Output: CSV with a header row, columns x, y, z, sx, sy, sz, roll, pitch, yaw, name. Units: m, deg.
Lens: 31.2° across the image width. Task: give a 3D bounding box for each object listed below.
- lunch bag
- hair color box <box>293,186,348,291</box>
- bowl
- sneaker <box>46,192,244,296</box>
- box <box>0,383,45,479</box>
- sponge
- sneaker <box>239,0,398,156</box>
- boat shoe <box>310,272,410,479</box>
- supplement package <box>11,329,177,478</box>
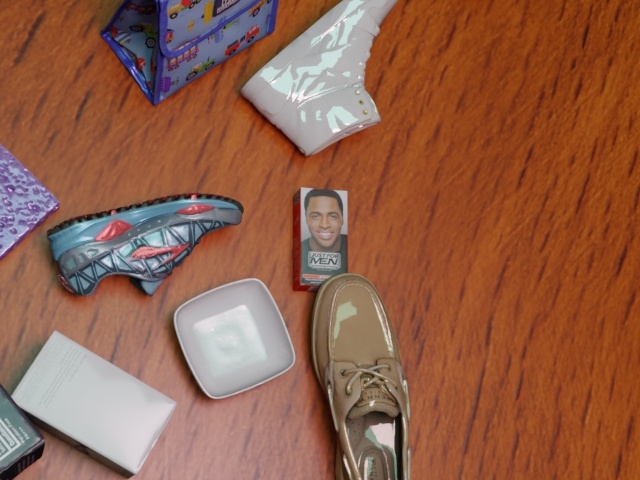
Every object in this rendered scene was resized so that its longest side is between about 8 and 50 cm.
x,y,z,sx,sy,sz,roll,pitch,yaw,name
-0.155,-0.336,1.523,0.221,0.293,0.138,-35,86,-20,lunch bag
0.000,0.000,1.608,0.072,0.043,0.141,3,74,-15,hair color box
-0.120,0.133,1.534,0.142,0.053,0.142,-21,83,-20,bowl
-0.225,0.009,1.531,0.262,0.104,0.125,-13,97,-14,sneaker
-0.529,0.222,1.329,0.294,0.183,0.296,-38,86,-22,box
-0.456,-0.018,1.495,0.117,0.031,0.210,44,69,-1,sponge
0.045,-0.247,1.661,0.292,0.108,0.169,-43,91,-11,sneaker
0.068,0.207,1.520,0.122,0.110,0.341,-8,83,-15,boat shoe
-0.286,0.209,1.441,0.179,0.105,0.105,31,69,-5,supplement package
